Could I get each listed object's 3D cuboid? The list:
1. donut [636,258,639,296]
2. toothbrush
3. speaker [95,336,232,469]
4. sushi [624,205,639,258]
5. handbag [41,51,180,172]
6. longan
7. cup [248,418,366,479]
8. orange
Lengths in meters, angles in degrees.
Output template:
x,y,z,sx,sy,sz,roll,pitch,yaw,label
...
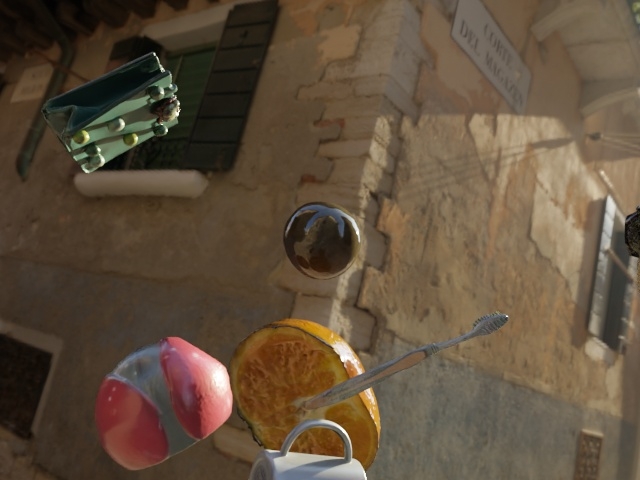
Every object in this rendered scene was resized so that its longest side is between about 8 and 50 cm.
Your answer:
x,y,z,sx,sy,sz,roll,pitch,yaw,label
0.649,0.050,1.085,0.068,0.174,0.174,8,-12,5,donut
0.144,0.205,0.991,0.376,0.028,0.037,-24,13,-2,toothbrush
-0.345,0.358,1.270,0.295,0.294,0.294,13,-11,3,speaker
0.518,-0.015,0.898,0.056,0.084,0.083,-18,13,-33,sushi
-0.441,-0.264,1.291,0.274,0.100,0.268,-30,-7,-16,handbag
0.000,0.000,1.236,0.168,0.167,0.187,16,-4,-11,longan
-0.017,0.306,0.749,0.133,0.135,0.099,14,-31,-20,cup
-0.029,0.291,1.115,0.274,0.274,0.310,1,-32,49,orange
